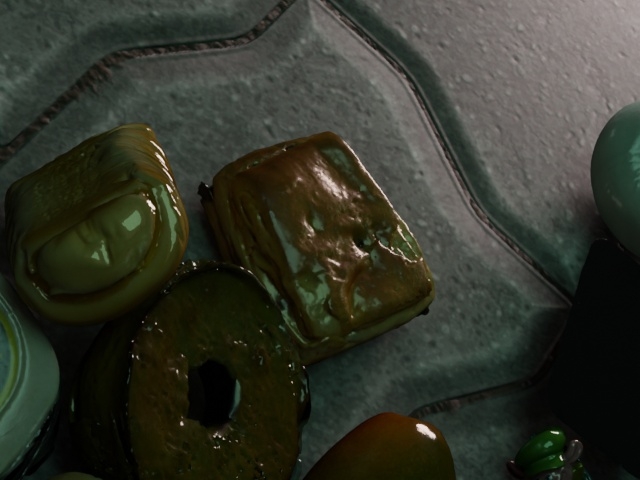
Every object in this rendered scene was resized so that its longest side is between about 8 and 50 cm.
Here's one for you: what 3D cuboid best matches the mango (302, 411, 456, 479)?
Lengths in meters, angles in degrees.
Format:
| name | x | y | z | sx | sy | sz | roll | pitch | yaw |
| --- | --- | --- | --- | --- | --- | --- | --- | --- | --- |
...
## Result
| name | x | y | z | sx | sy | sz | roll | pitch | yaw |
| --- | --- | --- | --- | --- | --- | --- | --- | --- | --- |
| mango | 0.034 | 0.275 | 1.814 | 0.146 | 0.129 | 0.289 | 35 | 41 | 12 |

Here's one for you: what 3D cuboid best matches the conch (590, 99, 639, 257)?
| name | x | y | z | sx | sy | sz | roll | pitch | yaw |
| --- | --- | --- | --- | --- | --- | --- | --- | --- | --- |
| conch | 0.401 | -0.061 | 2.287 | 0.185 | 0.121 | 0.221 | 26 | 57 | -22 |

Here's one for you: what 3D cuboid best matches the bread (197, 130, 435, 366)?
| name | x | y | z | sx | sy | sz | roll | pitch | yaw |
| --- | --- | --- | --- | --- | --- | --- | --- | --- | --- |
| bread | 0.000 | 0.000 | 1.998 | 0.210 | 0.099 | 0.235 | -22 | 75 | -40 |

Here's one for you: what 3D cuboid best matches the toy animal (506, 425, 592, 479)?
| name | x | y | z | sx | sy | sz | roll | pitch | yaw |
| --- | --- | --- | --- | --- | --- | --- | --- | --- | --- |
| toy animal | 0.290 | 0.287 | 2.015 | 0.208 | 0.100 | 0.103 | 43 | 24 | 9 |

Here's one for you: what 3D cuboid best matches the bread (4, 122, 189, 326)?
| name | x | y | z | sx | sy | sz | roll | pitch | yaw |
| --- | --- | --- | --- | --- | --- | --- | --- | --- | --- |
| bread | -0.205 | -0.009 | 1.755 | 0.121 | 0.173 | 0.311 | 61 | 0 | -19 |

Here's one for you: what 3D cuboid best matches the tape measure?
| name | x | y | z | sx | sy | sz | roll | pitch | yaw |
| --- | --- | --- | --- | --- | --- | --- | --- | --- | --- |
| tape measure | -0.331 | 0.141 | 1.674 | 0.231 | 0.133 | 0.271 | -32 | 81 | -34 |

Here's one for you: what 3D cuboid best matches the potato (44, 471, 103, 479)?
| name | x | y | z | sx | sy | sz | roll | pitch | yaw |
| --- | --- | --- | --- | --- | --- | --- | --- | --- | --- |
| potato | -0.230 | 0.302 | 1.613 | 0.150 | 0.146 | 0.234 | 39 | 41 | -6 |

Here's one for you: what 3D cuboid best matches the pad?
| name | x | y | z | sx | sy | sz | roll | pitch | yaw |
| --- | --- | --- | --- | --- | --- | --- | --- | --- | --- |
| pad | 0.258 | 0.092 | 2.091 | 0.323 | 0.055 | 0.250 | 26 | 54 | -3 |

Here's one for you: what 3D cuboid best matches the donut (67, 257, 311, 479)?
| name | x | y | z | sx | sy | sz | roll | pitch | yaw |
| --- | --- | --- | --- | --- | --- | --- | --- | --- | --- |
| donut | -0.124 | 0.153 | 1.776 | 0.272 | 0.107 | 0.272 | 15 | 71 | -50 |
